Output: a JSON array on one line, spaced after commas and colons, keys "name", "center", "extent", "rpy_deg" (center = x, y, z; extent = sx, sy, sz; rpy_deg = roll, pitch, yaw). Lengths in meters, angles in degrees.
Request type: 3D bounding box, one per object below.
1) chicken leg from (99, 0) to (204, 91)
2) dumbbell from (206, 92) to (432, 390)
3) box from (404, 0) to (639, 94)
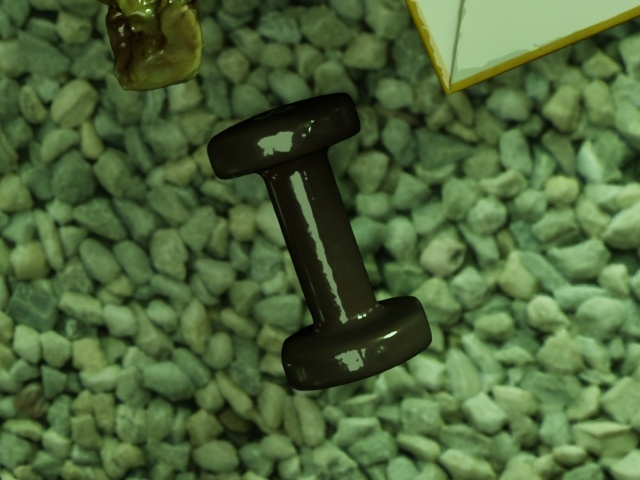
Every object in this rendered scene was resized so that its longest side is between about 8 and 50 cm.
[{"name": "chicken leg", "center": [-0.120, -0.245, 0.963], "extent": [0.182, 0.409, 0.295], "rpy_deg": [4, 142, -17]}, {"name": "dumbbell", "center": [0.000, 0.000, 1.056], "extent": [0.124, 0.140, 0.225], "rpy_deg": [-18, 99, 3]}, {"name": "box", "center": [0.174, -0.282, 0.926], "extent": [0.283, 0.214, 0.260], "rpy_deg": [-21, 100, 15]}]
